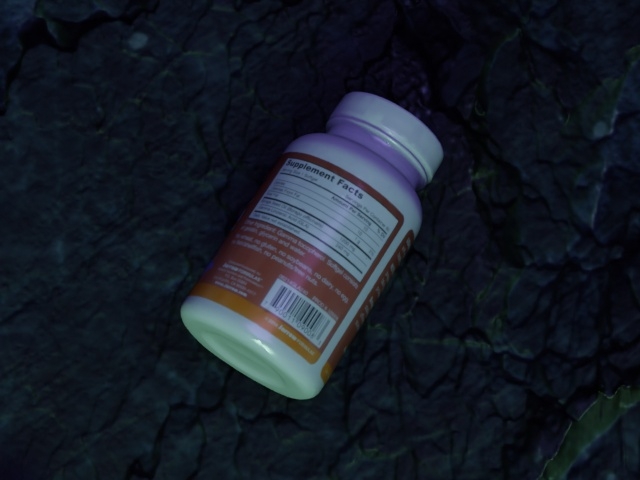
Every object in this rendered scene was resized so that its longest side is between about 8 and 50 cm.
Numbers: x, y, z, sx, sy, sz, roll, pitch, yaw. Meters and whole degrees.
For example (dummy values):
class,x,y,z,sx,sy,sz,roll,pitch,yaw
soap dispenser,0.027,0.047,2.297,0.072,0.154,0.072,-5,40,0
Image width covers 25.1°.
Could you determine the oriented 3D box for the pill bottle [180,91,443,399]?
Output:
class,x,y,z,sx,sy,sz,roll,pitch,yaw
pill bottle,0.000,0.000,1.073,0.121,0.121,0.216,32,73,4
